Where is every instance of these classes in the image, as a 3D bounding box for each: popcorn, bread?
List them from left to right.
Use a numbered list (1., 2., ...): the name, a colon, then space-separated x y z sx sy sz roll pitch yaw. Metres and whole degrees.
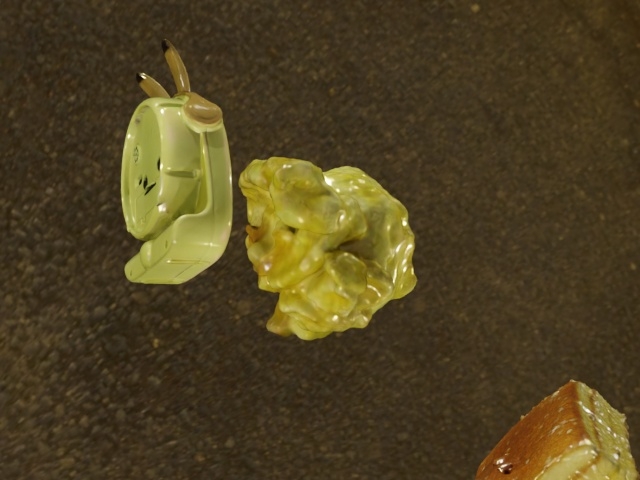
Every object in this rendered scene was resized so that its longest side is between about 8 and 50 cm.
1. popcorn: -0.001 -0.002 0.344 0.083 0.060 0.068 49 45 -40
2. bread: 0.252 0.262 1.054 0.110 0.184 0.234 42 14 6

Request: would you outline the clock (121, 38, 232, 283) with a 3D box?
1. clock: -0.153 -0.078 0.958 0.069 0.170 0.232 2 72 -27
